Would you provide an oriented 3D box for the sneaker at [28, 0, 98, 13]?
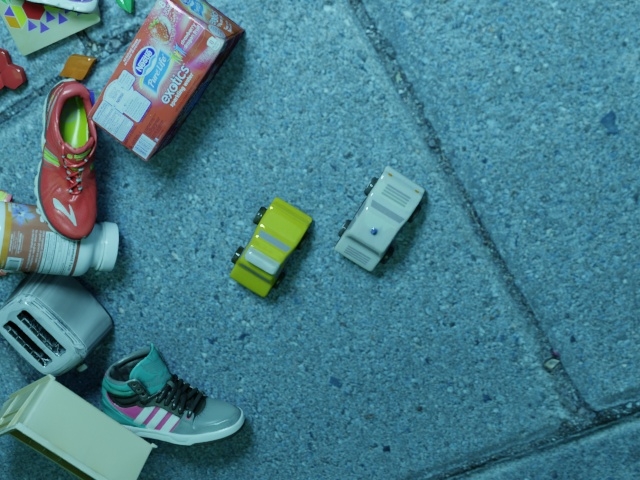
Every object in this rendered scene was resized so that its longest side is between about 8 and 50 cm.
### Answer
[{"bbox_3d":[-0.448,-0.422,1.492,0.169,0.068,0.071,11,99,-2],"label":"sneaker"}]

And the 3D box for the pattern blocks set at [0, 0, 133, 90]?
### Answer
[{"bbox_3d":[-0.476,-0.408,1.542,0.324,0.026,0.285,-10,110,16],"label":"pattern blocks set"}]

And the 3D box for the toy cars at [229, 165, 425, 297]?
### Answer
[{"bbox_3d":[0.000,0.000,1.574,0.393,0.087,0.177,-15,109,18],"label":"toy cars"}]

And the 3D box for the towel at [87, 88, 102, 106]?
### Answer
[{"bbox_3d":[-0.421,-0.242,1.610,0.083,0.009,0.060,10,113,8],"label":"towel"}]

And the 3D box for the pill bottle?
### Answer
[{"bbox_3d":[-0.481,0.001,1.625,0.216,0.121,0.121,7,118,-26],"label":"pill bottle"}]

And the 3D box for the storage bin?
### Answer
[{"bbox_3d":[-0.502,0.404,1.765,0.262,0.123,0.260,39,142,-20],"label":"storage bin"}]

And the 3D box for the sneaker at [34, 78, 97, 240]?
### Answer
[{"bbox_3d":[-0.428,-0.136,1.537,0.107,0.118,0.279,-5,96,-26],"label":"sneaker"}]

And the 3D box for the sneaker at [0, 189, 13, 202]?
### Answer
[{"bbox_3d":[-0.622,-0.076,1.690,0.094,0.081,0.208,-30,114,22],"label":"sneaker"}]

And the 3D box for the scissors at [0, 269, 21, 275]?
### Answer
[{"bbox_3d":[-0.617,0.044,1.767,0.297,0.021,0.109,-10,110,17],"label":"scissors"}]

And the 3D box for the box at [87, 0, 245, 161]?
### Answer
[{"bbox_3d":[-0.255,-0.277,1.495,0.128,0.123,0.257,36,115,-4],"label":"box"}]

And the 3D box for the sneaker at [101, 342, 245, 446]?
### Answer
[{"bbox_3d":[-0.296,0.288,1.748,0.295,0.124,0.178,2,122,13],"label":"sneaker"}]

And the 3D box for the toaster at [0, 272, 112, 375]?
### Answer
[{"bbox_3d":[-0.511,0.146,1.709,0.129,0.146,0.227,-33,107,22],"label":"toaster"}]
